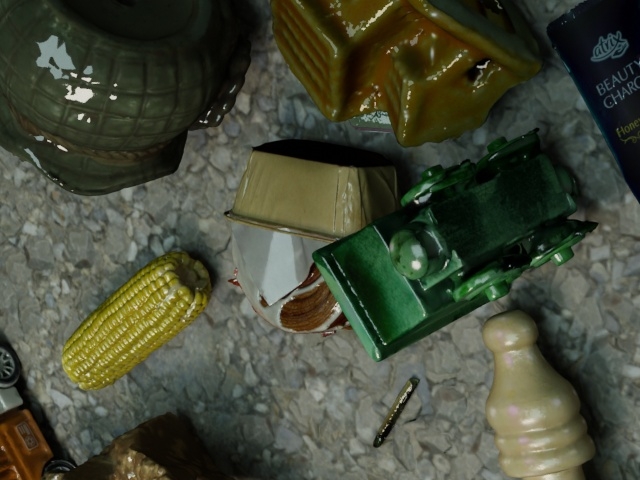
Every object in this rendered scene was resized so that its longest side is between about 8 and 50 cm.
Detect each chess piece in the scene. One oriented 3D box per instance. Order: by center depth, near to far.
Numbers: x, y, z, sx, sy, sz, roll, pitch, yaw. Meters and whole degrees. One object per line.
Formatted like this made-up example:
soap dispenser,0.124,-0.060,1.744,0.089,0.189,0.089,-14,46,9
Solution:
chess piece,0.243,0.223,1.775,0.124,0.139,0.307,-16,90,4

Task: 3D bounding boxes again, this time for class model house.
model house,0.064,-0.211,1.741,0.239,0.173,0.268,-44,74,33

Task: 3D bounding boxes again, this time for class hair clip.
hair clip,0.092,-0.140,1.833,0.137,0.022,0.054,10,108,31

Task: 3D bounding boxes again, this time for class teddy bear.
teddy bear,-0.217,0.342,2.041,0.222,0.246,0.296,-59,39,10

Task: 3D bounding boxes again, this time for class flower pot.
flower pot,-0.235,-0.215,1.890,0.302,0.302,0.213,44,135,16

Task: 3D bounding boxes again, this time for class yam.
yam,0.086,0.201,1.930,0.014,0.014,0.107,39,120,20

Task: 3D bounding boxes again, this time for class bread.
bread,0.000,0.000,1.863,0.224,0.142,0.212,12,106,41

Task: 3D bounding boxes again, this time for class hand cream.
hand cream,0.328,-0.126,1.669,0.120,0.061,0.270,-33,76,40

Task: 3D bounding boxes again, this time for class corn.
corn,-0.231,0.102,2.066,0.244,0.093,0.093,-39,80,34

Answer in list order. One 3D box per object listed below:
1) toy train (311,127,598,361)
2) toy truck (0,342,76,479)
toy train,0.148,-0.002,1.691,0.202,0.266,0.145,-37,80,45
toy truck,-0.456,0.327,2.203,0.173,0.207,0.388,-35,82,34
